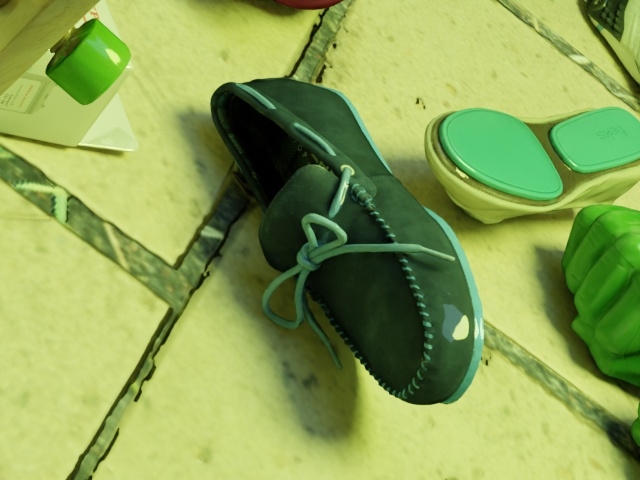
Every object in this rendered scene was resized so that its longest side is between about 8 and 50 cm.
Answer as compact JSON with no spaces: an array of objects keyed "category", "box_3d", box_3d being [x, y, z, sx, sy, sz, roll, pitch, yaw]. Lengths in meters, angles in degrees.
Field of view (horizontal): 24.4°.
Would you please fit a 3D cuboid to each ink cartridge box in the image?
[{"category":"ink cartridge box","box_3d":[-0.178,-0.120,0.783,0.198,0.067,0.115,10,44,-42]}]

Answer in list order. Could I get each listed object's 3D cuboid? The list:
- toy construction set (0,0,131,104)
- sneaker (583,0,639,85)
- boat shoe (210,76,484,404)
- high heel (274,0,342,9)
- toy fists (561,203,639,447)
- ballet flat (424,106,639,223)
[{"category":"toy construction set","box_3d":[-0.192,-0.089,0.573,0.237,0.309,0.257,46,-10,-30]},{"category":"sneaker","box_3d":[0.325,-0.196,1.438,0.086,0.085,0.237,49,15,-47]},{"category":"boat shoe","box_3d":[0.000,0.000,0.829,0.089,0.109,0.258,9,28,-33]},{"category":"high heel","box_3d":[-0.132,-0.278,1.033,0.377,0.127,0.181,36,3,-3]},{"category":"toy fists","box_3d":[0.250,0.087,0.987,0.142,0.096,0.279,25,33,-44]},{"category":"ballet flat","box_3d":[0.144,-0.046,1.043,0.248,0.086,0.086,-5,55,-44]}]
